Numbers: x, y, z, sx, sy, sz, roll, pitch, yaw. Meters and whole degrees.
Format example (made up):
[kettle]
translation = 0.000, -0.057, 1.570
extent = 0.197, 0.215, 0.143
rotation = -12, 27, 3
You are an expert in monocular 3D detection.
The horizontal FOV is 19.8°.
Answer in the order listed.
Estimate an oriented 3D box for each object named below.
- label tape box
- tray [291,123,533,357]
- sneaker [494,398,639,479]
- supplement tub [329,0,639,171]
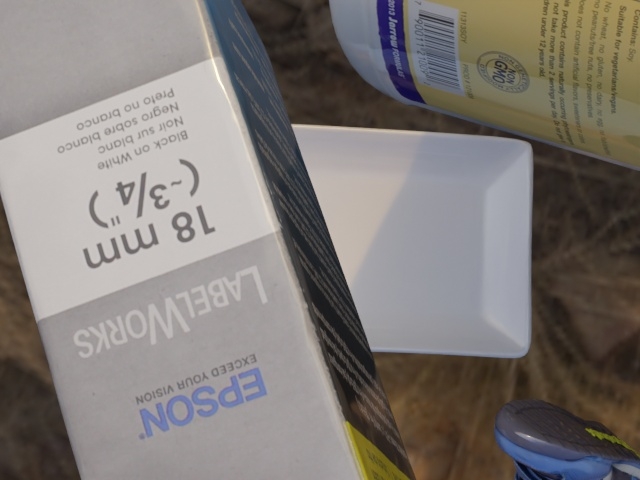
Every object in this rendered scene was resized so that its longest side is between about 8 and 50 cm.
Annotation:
[label tape box]
translation = -0.035, 0.050, 0.763
extent = 0.106, 0.333, 0.240
rotation = -21, 163, 4
[tray]
translation = 0.000, 0.000, 1.169
extent = 0.270, 0.145, 0.030
rotation = 3, 168, -5
[sneaker]
translation = 0.132, 0.127, 0.995
extent = 0.059, 0.053, 0.144
rotation = -53, 142, 8
[supplement tub]
translation = 0.196, -0.144, 0.869
extent = 0.331, 0.241, 0.241
rotation = 18, 136, 22
